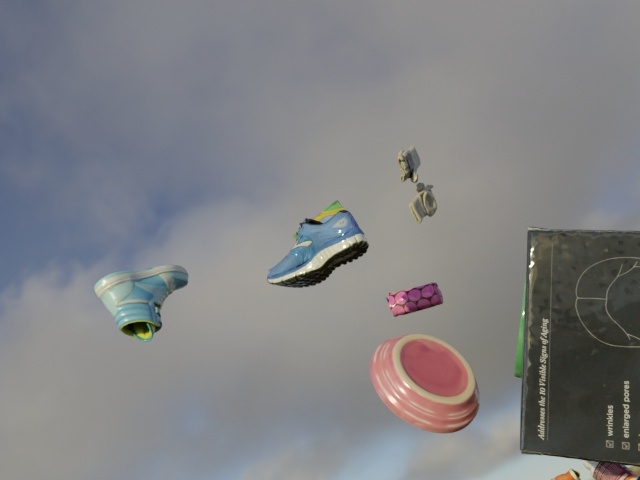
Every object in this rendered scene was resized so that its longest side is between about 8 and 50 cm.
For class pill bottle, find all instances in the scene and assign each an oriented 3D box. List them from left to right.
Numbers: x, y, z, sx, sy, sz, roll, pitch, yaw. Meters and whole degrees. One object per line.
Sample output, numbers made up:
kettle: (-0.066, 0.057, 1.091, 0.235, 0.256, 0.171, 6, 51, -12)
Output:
pill bottle: (0.826, 0.662, 1.932, 0.086, 0.152, 0.086, -13, -61, -26)

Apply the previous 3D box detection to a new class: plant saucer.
plant saucer: (0.306, 0.384, 1.928, 0.332, 0.332, 0.084, -3, -47, -31)

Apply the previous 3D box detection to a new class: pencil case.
pencil case: (0.360, 0.221, 2.601, 0.209, 0.098, 0.095, -16, -32, 18)

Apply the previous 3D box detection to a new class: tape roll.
tape roll: (0.580, 0.217, 1.847, 0.077, 0.321, 0.321, 7, -20, 18)

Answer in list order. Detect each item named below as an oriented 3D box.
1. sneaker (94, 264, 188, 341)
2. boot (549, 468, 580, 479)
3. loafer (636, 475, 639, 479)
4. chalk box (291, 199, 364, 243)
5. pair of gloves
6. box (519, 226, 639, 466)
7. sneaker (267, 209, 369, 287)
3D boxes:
sneaker: (-0.489, 0.189, 1.998, 0.319, 0.208, 0.127, -9, -26, -51)
boot: (0.746, 0.724, 2.033, 0.085, 0.059, 0.158, -40, -39, 9)
loafer: (0.847, 0.718, 1.774, 0.078, 0.220, 0.080, 14, -23, 16)
chalk box: (0.000, 0.000, 2.019, 0.213, 0.132, 0.132, -38, 1, -8)
pair of gloves: (0.318, -0.186, 2.220, 0.042, 0.240, 0.204, -17, 7, 29)
box: (0.682, 0.231, 1.472, 0.472, 0.479, 0.297, 2, -9, 17)
sneaker: (-0.019, 0.025, 1.841, 0.330, 0.147, 0.130, -31, -27, 30)
